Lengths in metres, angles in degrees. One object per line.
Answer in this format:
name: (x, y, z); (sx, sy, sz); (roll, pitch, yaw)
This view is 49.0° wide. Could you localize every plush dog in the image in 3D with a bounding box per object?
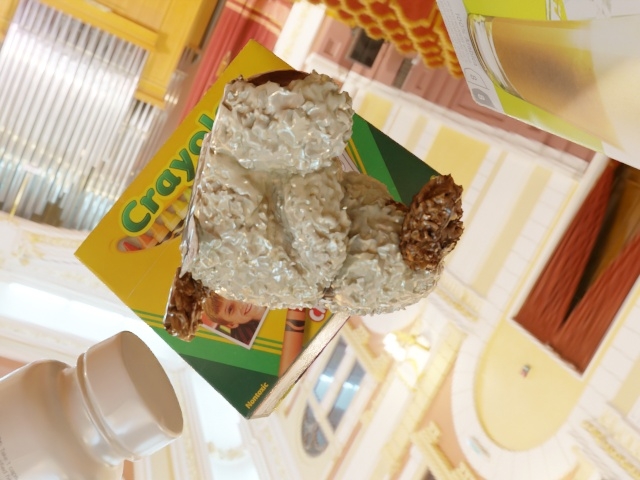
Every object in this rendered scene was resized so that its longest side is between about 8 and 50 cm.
plush dog: (0.000, 0.000, 0.597); (0.225, 0.211, 0.262); (14, 169, -13)

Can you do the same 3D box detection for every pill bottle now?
pill bottle: (-0.239, 0.174, 0.585); (0.131, 0.229, 0.131); (60, 179, 3)

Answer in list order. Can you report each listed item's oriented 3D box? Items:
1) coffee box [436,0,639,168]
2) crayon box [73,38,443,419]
coffee box: (0.283, -0.275, 0.469); (0.334, 0.338, 0.338); (41, 169, 49)
crayon box: (-0.077, -0.018, 0.887); (0.313, 0.363, 0.106); (39, 178, 17)
